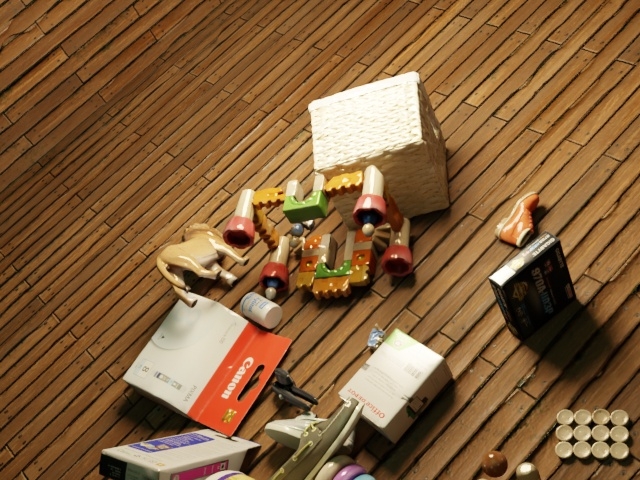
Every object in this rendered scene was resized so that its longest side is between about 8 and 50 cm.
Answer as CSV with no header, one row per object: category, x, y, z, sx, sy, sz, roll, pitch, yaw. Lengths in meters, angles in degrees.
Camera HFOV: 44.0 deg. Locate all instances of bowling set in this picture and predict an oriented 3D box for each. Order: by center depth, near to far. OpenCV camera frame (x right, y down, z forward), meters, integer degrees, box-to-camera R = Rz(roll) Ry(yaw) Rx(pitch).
bowling set,0.397,0.527,1.578,0.286,0.154,0.200,-20,27,13

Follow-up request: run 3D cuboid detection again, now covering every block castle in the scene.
block castle,0.000,0.000,2.105,0.452,0.303,0.213,-9,50,23

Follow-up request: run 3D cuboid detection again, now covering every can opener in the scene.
can opener,-0.068,0.379,1.958,0.059,0.073,0.186,-41,31,-14

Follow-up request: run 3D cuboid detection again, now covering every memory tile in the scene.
memory tile,0.569,0.405,1.659,0.147,0.012,0.113,-5,50,25

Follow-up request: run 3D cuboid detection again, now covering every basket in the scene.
basket,0.174,-0.236,2.207,0.331,0.328,0.267,-15,51,15

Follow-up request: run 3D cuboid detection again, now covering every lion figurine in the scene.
lion figurine,-0.365,0.050,2.270,0.240,0.392,0.142,34,106,13

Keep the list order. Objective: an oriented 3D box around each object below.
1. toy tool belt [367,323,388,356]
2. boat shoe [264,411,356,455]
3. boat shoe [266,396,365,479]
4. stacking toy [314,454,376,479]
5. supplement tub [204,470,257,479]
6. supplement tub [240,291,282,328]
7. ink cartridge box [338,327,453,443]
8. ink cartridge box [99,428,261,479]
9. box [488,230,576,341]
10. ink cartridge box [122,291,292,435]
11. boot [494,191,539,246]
toy tool belt,0.138,0.255,1.988,0.052,0.051,0.083,-1,52,27
boat shoe,-0.021,0.453,1.891,0.227,0.079,0.081,4,47,23
boat shoe,-0.012,0.464,1.772,0.091,0.109,0.305,37,102,15
stacking toy,0.140,0.584,1.654,0.330,0.141,0.141,23,65,35
supplement tub,-0.116,0.645,1.651,0.331,0.241,0.241,13,59,35
supplement tub,-0.165,0.192,2.189,0.107,0.071,0.071,23,65,40
ink cartridge box,0.176,0.340,1.864,0.219,0.093,0.160,-46,46,-14
ink cartridge box,-0.315,0.507,1.845,0.175,0.370,0.069,7,92,32
box,0.487,0.108,1.812,0.175,0.220,0.051,-37,42,-7
ink cartridge box,-0.309,0.321,2.133,0.384,0.091,0.308,13,59,39
boot,0.531,-0.053,2.049,0.084,0.059,0.158,32,80,39
